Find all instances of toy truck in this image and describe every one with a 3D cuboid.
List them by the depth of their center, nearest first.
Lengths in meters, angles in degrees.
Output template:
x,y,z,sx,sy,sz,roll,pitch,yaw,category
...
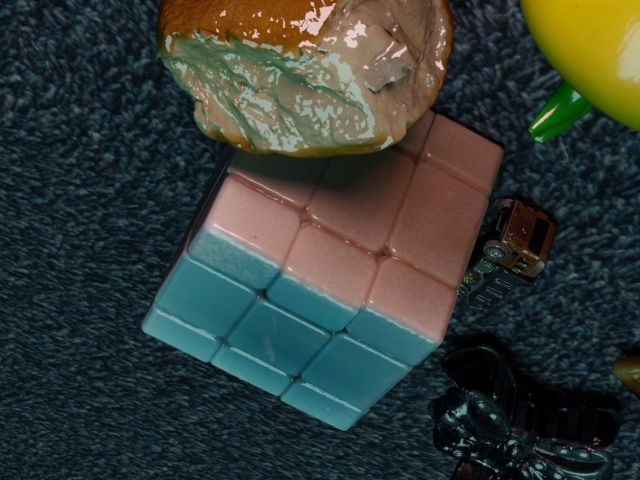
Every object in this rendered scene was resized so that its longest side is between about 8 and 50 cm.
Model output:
x,y,z,sx,sy,sz,roll,pitch,yaw,category
0.243,0.024,1.982,0.092,0.083,0.192,26,149,-7,toy truck

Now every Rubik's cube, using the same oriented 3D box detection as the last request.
x,y,z,sx,sy,sz,roll,pitch,yaw,category
0.000,0.000,1.870,0.316,0.318,0.322,28,147,-8,Rubik's cube

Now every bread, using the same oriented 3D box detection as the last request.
x,y,z,sx,sy,sz,roll,pitch,yaw,category
-0.008,-0.222,1.607,0.279,0.250,0.225,3,140,24,bread
0.486,0.199,2.126,0.136,0.054,0.154,19,142,2,bread

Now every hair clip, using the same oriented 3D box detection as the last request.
x,y,z,sx,sy,sz,roll,pitch,yaw,category
0.299,0.298,2.269,0.310,0.194,0.206,28,141,-7,hair clip

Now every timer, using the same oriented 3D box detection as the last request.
x,y,z,sx,sy,sz,roll,pitch,yaw,category
0.280,-0.188,1.319,0.285,0.285,0.285,15,148,10,timer
